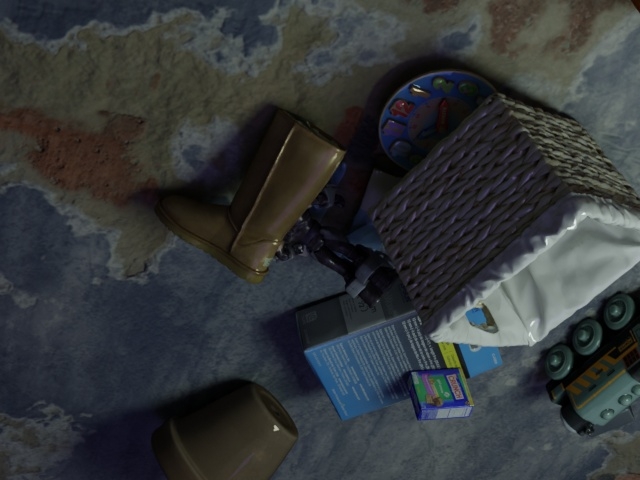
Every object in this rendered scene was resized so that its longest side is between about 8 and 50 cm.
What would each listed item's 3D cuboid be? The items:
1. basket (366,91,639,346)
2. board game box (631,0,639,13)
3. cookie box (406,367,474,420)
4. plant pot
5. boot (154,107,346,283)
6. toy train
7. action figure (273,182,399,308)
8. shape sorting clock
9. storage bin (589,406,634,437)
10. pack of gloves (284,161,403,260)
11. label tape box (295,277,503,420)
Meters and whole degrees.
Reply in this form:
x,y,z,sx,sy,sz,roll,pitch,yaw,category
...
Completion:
x,y,z,sx,sy,sz,roll,pitch,yaw,category
0.314,-0.025,1.630,0.328,0.266,0.331,8,137,-49,basket
0.657,-0.352,1.378,0.356,0.356,0.356,32,120,-33,board game box
0.230,0.295,1.952,0.107,0.092,0.040,-2,137,-13,cookie box
-0.173,0.419,2.062,0.229,0.263,0.263,-40,129,5,plant pot
-0.117,-0.097,1.660,0.236,0.089,0.269,33,108,7,boot
0.594,0.252,2.057,0.142,0.190,0.334,24,125,-28,toy train
0.000,0.000,1.738,0.285,0.099,0.185,38,132,-4,action figure
0.196,-0.187,1.640,0.206,0.040,0.206,-1,130,-1,shape sorting clock
0.624,0.367,2.241,0.135,0.091,0.098,-26,132,13,storage bin
0.034,-0.057,1.777,0.195,0.046,0.232,20,128,-9,pack of gloves
0.156,0.194,1.979,0.348,0.115,0.249,-21,134,4,label tape box
